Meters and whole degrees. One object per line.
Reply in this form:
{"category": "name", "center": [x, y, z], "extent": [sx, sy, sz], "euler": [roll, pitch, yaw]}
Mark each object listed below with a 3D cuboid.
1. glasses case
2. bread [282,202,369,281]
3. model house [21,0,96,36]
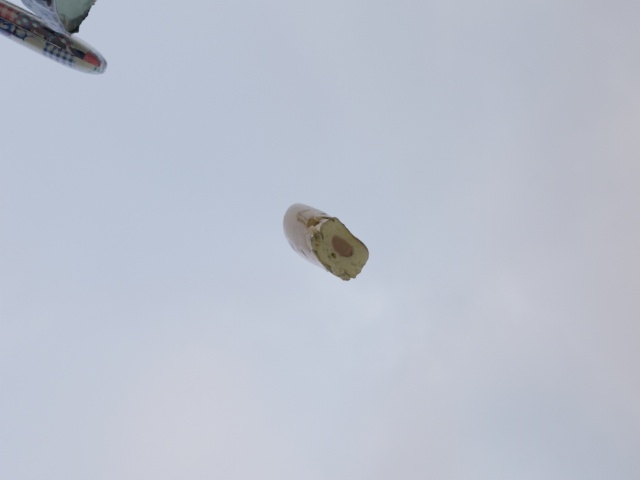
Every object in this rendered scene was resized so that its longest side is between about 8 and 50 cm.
{"category": "glasses case", "center": [-0.643, -0.467, 1.180], "extent": [0.327, 0.125, 0.076], "euler": [25, -82, -18]}
{"category": "bread", "center": [-0.001, 0.002, 0.970], "extent": [0.134, 0.173, 0.085], "euler": [41, -97, -28]}
{"category": "model house", "center": [-0.546, -0.558, 0.955], "extent": [0.290, 0.184, 0.253], "euler": [24, -99, -9]}
